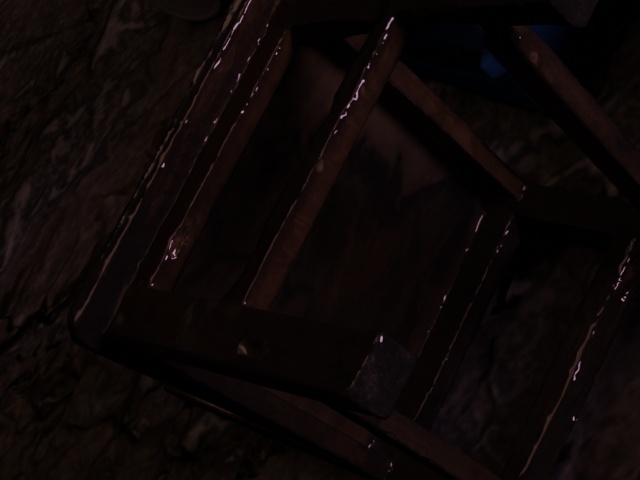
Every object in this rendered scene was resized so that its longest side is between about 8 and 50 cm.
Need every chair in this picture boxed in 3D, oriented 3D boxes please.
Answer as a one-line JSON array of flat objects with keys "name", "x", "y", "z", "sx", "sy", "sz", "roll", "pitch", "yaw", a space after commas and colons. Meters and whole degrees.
[{"name": "chair", "x": 0.000, "y": 0.000, "z": 0.765, "sx": 0.416, "sy": 0.241, "sz": 0.203, "roll": 13, "pitch": 73, "yaw": 51}]

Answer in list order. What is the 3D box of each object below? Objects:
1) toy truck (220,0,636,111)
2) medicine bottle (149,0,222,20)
[{"name": "toy truck", "x": 0.032, "y": -0.201, "z": 0.961, "sx": 0.385, "sy": 0.162, "sz": 0.161, "roll": 25, "pitch": 80, "yaw": 52}, {"name": "medicine bottle", "x": -0.085, "y": -0.265, "z": 1.222, "sx": 0.119, "sy": 0.069, "sz": 0.183, "roll": -9, "pitch": 56, "yaw": 41}]
